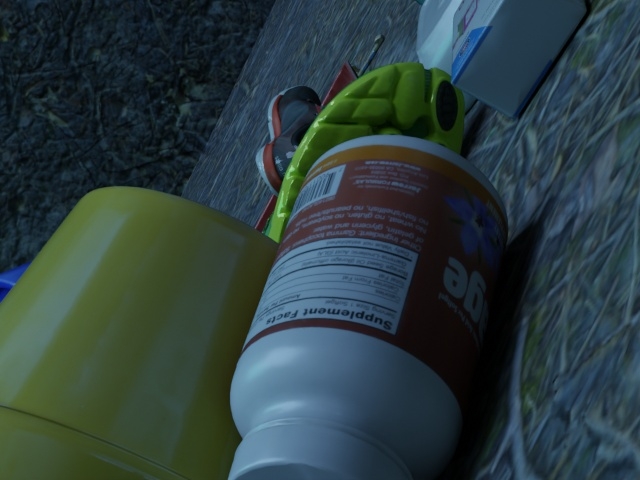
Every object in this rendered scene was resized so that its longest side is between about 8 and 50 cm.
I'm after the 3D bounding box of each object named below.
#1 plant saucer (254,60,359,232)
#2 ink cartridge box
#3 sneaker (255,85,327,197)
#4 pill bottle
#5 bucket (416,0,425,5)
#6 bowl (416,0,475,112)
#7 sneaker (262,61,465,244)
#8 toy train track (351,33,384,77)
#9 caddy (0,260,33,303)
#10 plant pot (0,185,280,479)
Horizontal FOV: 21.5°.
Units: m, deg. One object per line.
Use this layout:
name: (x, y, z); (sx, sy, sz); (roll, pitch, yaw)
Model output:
plant saucer: (-0.010, -0.022, 1.504); (0.258, 0.048, 0.259); (-61, 9, 10)
ink cartridge box: (0.127, -0.148, 1.098); (0.088, 0.052, 0.122); (-58, 9, 27)
sneaker: (-0.006, -0.089, 1.412); (0.065, 0.061, 0.158); (-28, 25, 23)
pill bottle: (0.023, 0.057, 0.887); (0.121, 0.121, 0.216); (-52, 15, 49)
bucket: (0.090, -0.359, 1.467); (0.281, 0.183, 0.281); (-60, 10, 18)
bowl: (0.116, -0.177, 1.236); (0.142, 0.053, 0.142); (-56, 13, 30)
sneaker: (0.000, 0.000, 1.200); (0.295, 0.109, 0.123); (-61, 14, 11)
toy train track: (0.041, -0.183, 1.767); (0.083, 0.014, 0.048); (-57, 12, 31)
caddy: (-0.184, 0.135, 1.442); (0.179, 0.241, 0.341); (-21, -18, -35)
plant pot: (-0.113, 0.111, 0.978); (0.239, 0.254, 0.254); (-68, 11, -22)
